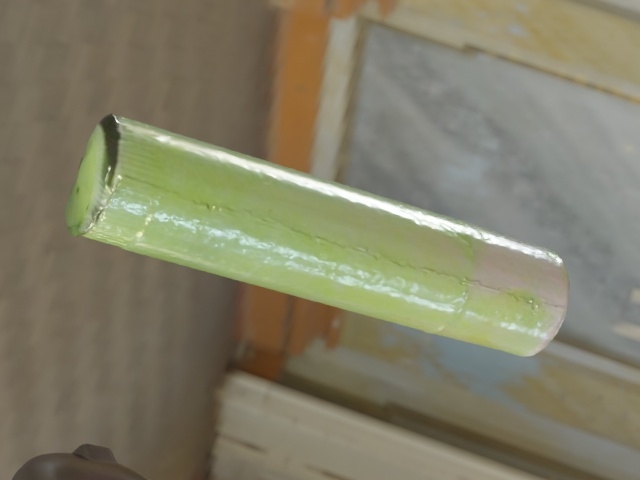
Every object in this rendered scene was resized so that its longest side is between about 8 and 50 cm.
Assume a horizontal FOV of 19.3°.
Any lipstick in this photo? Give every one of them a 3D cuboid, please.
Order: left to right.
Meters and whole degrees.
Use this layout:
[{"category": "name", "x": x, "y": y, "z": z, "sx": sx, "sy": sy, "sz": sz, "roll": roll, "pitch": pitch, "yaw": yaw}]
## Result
[{"category": "lipstick", "x": 0.000, "y": 0.000, "z": 1.102, "sx": 0.076, "sy": 0.304, "sz": 0.076, "roll": -45, "pitch": -144, "yaw": 48}]

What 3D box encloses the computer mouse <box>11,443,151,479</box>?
[{"category": "computer mouse", "x": -0.087, "y": 0.200, "z": 0.943, "sx": 0.120, "sy": 0.232, "sz": 0.057, "roll": 19, "pitch": 118, "yaw": -44}]
